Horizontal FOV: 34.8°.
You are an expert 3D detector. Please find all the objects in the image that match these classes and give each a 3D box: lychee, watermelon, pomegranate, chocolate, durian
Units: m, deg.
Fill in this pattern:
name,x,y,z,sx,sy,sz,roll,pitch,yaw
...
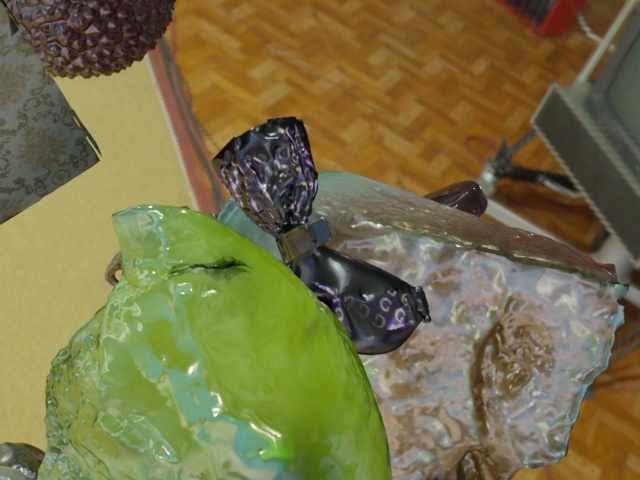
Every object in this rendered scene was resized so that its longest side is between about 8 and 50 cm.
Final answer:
name,x,y,z,sx,sy,sz,roll,pitch,yaw
lychee,-0.245,-0.256,1.052,0.188,0.188,0.188,16,37,-13
watermelon,0.037,0.091,0.748,0.302,0.264,0.151,10,17,-4
pomegranate,-0.375,0.309,1.202,0.138,0.125,0.163,-15,9,9
chocolate,-0.003,0.001,0.580,0.147,0.072,0.070,55,0,17
durian,-0.041,0.105,0.401,0.139,0.250,0.101,5,30,-24

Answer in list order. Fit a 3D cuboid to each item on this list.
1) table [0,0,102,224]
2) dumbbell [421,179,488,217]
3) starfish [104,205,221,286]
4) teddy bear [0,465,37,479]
name,x,y,z,sx,sy,sz,roll,pitch,yaw
table,-0.375,-0.103,0.650,0.335,0.222,0.272,-34,57,-9
dumbbell,0.160,0.056,1.122,0.225,0.140,0.124,59,33,-9
starfish,-0.172,0.011,1.176,0.190,0.074,0.146,-6,47,30
teddy bear,-0.252,0.371,1.084,0.267,0.156,0.256,37,3,26
